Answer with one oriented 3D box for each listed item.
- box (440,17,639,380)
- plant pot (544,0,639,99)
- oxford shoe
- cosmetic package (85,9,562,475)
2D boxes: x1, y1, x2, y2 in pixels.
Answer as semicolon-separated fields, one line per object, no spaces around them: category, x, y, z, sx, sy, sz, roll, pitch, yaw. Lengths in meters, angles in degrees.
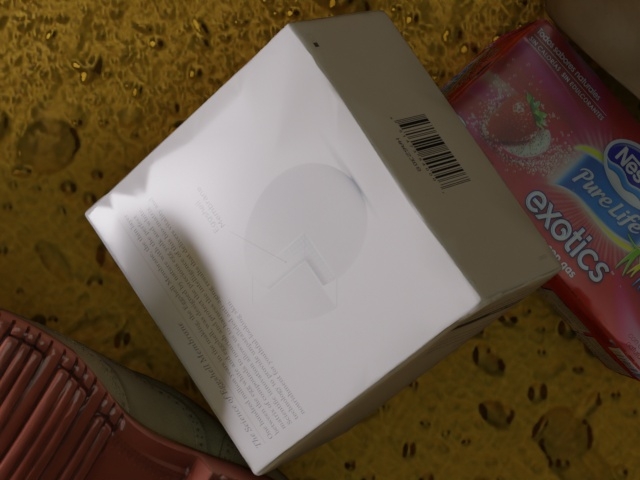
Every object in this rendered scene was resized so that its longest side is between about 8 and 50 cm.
box;0.190;-0.028;1.464;0.122;0.128;0.257;-43;96;-5
plant pot;0.320;-0.212;1.410;0.323;0.323;0.280;37;103;-7
oxford shoe;-0.179;0.137;1.386;0.397;0.146;0.140;36;98;-21
cosmetic package;0.000;0.000;1.366;0.225;0.138;0.224;-39;79;29
